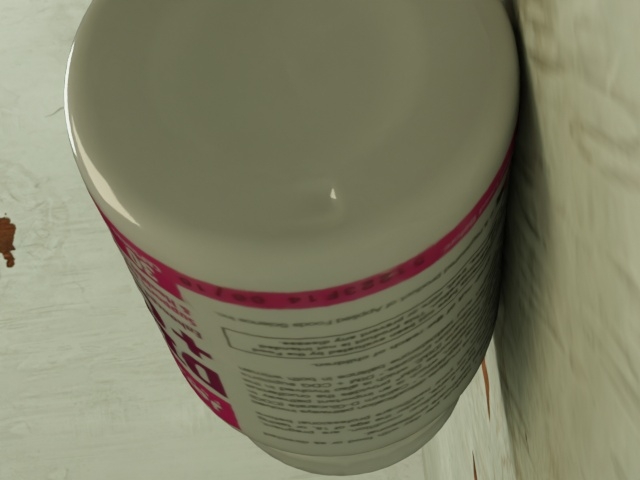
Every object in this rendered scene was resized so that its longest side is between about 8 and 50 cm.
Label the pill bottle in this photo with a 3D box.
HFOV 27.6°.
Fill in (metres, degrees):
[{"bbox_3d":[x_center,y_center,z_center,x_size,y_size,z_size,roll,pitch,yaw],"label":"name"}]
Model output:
[{"bbox_3d":[0.000,0.000,0.566,0.283,0.160,0.160,79,-175,-63],"label":"pill bottle"}]
